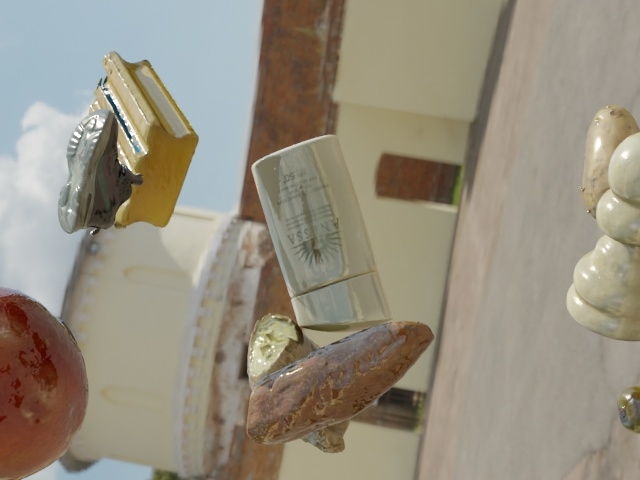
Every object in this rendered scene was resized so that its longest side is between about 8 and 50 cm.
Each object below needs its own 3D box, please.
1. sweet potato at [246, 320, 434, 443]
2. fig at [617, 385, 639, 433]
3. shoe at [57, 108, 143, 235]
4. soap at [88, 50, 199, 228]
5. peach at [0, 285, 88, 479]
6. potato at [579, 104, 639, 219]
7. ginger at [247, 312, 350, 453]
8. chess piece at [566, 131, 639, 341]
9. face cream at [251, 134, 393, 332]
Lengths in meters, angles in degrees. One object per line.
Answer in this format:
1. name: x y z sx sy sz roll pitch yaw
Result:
1. sweet potato: 0.019 0.161 1.119 0.097 0.251 0.097 52 -164 -21
2. fig: 0.507 0.262 1.470 0.074 0.088 0.074 176 90 -83
3. shoe: -0.280 -0.085 1.247 0.071 0.099 0.169 22 99 50
4. soap: -0.328 -0.180 1.672 0.204 0.096 0.324 -65 35 24
5. peach: -0.587 0.254 1.706 0.310 0.335 0.406 -30 -50 -28
6. potato: 0.526 -0.124 1.704 0.161 0.128 0.235 -66 -28 -79
7. ginger: -0.042 0.260 1.671 0.276 0.130 0.221 58 -167 0
8. chess piece: 0.464 -0.017 1.389 0.167 0.167 0.300 -73 -14 -60
9. face cream: 0.000 0.000 1.693 0.081 0.173 0.349 10 -117 -73
